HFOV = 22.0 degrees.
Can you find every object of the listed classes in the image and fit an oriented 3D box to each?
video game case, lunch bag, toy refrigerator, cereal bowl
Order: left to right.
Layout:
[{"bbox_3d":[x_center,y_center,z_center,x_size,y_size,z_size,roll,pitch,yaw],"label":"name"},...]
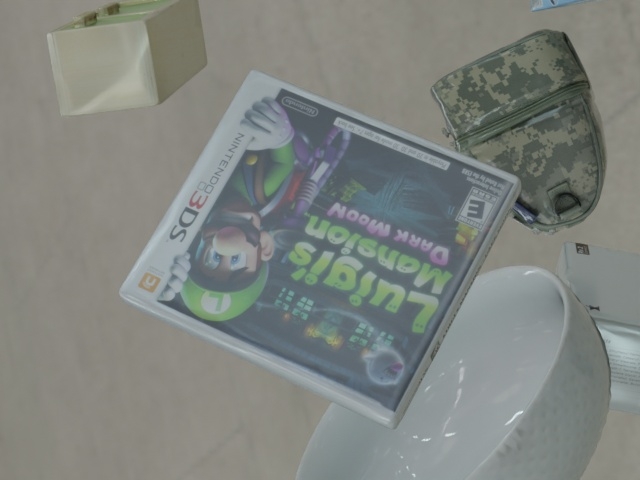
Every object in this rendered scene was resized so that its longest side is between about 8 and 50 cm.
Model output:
[{"bbox_3d":[-0.195,-0.202,1.710,0.269,0.102,0.094,-66,-31,-73],"label":"toy refrigerator"},{"bbox_3d":[0.000,0.000,0.999,0.190,0.173,0.022,24,162,16],"label":"video game case"},{"bbox_3d":[0.140,0.192,1.536,0.141,0.339,0.339,44,164,-18],"label":"cereal bowl"},{"bbox_3d":[0.297,-0.134,2.274,0.256,0.212,0.305,64,-171,4],"label":"lunch bag"}]

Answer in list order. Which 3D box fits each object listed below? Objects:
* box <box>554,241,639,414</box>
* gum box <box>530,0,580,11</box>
[{"bbox_3d":[0.360,0.105,1.907,0.181,0.182,0.119,-82,2,-63],"label":"box"},{"bbox_3d":[0.374,-0.322,2.035,0.157,0.184,0.041,-175,74,-72],"label":"gum box"}]
